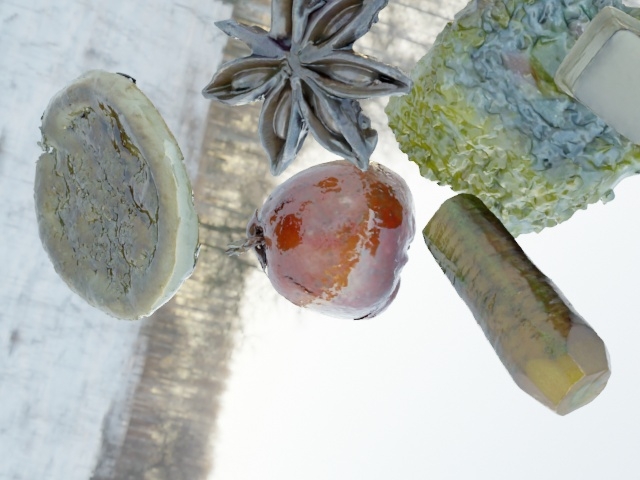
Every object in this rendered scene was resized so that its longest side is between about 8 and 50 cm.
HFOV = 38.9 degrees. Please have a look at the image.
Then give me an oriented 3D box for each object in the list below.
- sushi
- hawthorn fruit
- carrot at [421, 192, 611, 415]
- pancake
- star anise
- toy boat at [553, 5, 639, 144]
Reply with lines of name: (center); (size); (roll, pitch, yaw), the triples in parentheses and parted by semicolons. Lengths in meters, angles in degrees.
sushi: (0.329, -0.205, 1.346); (0.396, 0.351, 0.240); (-44, 175, -27)
hawthorn fruit: (0.000, 0.000, 1.464); (0.276, 0.307, 0.276); (-179, -90, -77)
carrot: (0.234, 0.074, 1.109); (0.302, 0.114, 0.114); (58, -41, 39)
pancake: (-0.310, -0.061, 1.305); (0.382, 0.071, 0.383); (13, -71, 43)
star anise: (-0.005, -0.151, 0.832); (0.212, 0.197, 0.073); (-32, 180, 30)
toy boat: (0.375, -0.174, 1.046); (0.116, 0.188, 0.061); (-56, -167, 26)
